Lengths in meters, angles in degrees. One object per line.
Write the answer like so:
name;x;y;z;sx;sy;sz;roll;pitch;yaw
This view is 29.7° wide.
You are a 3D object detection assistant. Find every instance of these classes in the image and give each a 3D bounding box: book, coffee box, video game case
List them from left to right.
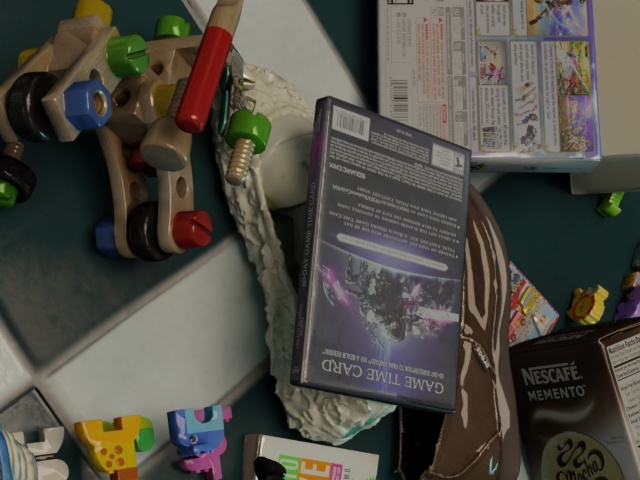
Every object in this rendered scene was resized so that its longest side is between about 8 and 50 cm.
book;-0.012;0.253;1.211;0.144;0.035;0.096;15;74;-30
video game case;0.064;0.018;1.163;0.196;0.026;0.274;16;73;-37
video game case;0.185;-0.210;1.367;0.244;0.061;0.269;0;76;1
coffee box;0.328;0.243;1.340;0.119;0.168;0.297;-16;89;-35

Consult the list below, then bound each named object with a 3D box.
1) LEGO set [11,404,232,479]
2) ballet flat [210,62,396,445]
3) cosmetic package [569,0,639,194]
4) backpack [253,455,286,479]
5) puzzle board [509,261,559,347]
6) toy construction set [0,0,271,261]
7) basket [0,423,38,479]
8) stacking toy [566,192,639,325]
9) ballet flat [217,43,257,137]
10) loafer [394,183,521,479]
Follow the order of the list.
LEGO set;-0.165;0.206;1.089;0.227;0.087;0.093;-2;79;-32
ballet flat;0.000;0.000;1.220;0.147;0.147;0.409;-11;83;-34
cosmetic package;0.353;-0.226;1.471;0.113;0.160;0.309;-2;75;11
backpack;-0.085;0.371;1.025;0.263;0.213;0.276;-31;88;-41
puzzle board;0.225;0.101;1.410;0.096;0.011;0.128;45;59;-15
toy construction set;-0.154;-0.145;1.072;0.257;0.309;0.237;33;57;-31
basket;-0.322;0.212;0.839;0.255;0.289;0.201;-8;72;9
stacking toy;0.407;0.047;1.516;0.167;0.052;0.221;34;61;-21
ballet flat;-0.083;-0.149;1.200;0.041;0.041;0.114;15;57;-29
loafer;0.123;0.097;1.271;0.130;0.134;0.366;-4;80;-34
